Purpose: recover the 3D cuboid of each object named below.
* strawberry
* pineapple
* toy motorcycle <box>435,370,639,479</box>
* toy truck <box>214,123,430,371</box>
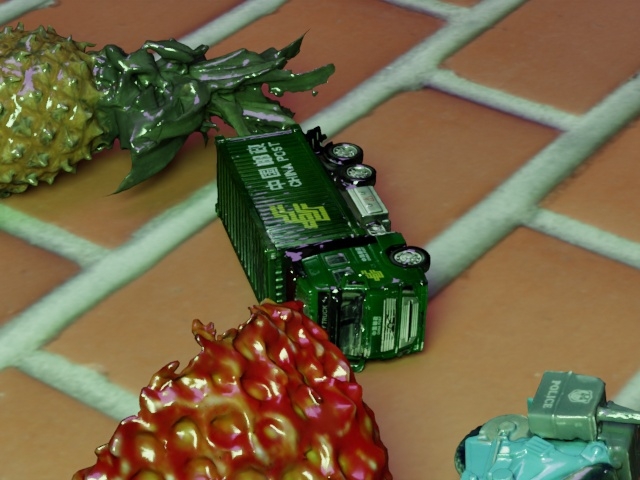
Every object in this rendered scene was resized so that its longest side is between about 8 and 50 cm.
[{"bbox_3d":[-0.046,0.163,1.106,0.178,0.234,0.234,46,49,11],"label":"strawberry"},{"bbox_3d":[-0.168,-0.119,1.516,0.364,0.165,0.165,-4,34,-10],"label":"pineapple"},{"bbox_3d":[0.146,0.189,1.078,0.182,0.123,0.272,2,33,22],"label":"toy motorcycle"},{"bbox_3d":[0.000,0.000,1.391,0.121,0.088,0.259,-8,33,-14],"label":"toy truck"}]
